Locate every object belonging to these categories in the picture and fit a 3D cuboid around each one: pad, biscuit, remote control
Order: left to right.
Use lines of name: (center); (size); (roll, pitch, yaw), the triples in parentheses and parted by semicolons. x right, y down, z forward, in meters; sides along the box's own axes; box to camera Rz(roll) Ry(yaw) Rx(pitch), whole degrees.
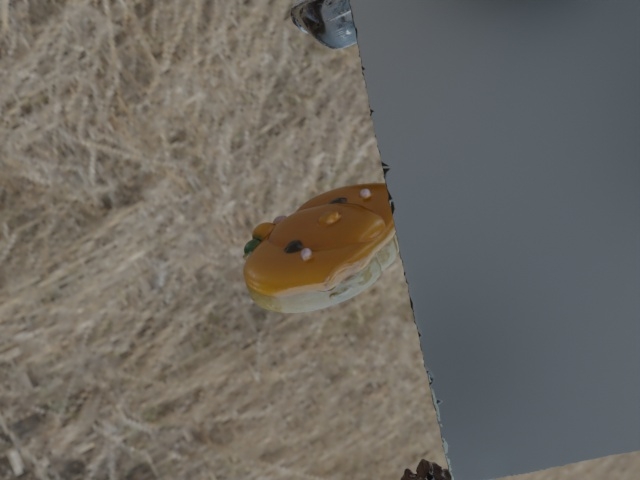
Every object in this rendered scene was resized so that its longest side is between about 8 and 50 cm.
biscuit: (-0.001, -0.003, 1.040); (0.170, 0.170, 0.050); (-29, 116, -10)
remote control: (0.015, -0.265, 1.388); (0.090, 0.066, 0.266); (-13, -168, -3)
pad: (0.111, -0.026, 0.502); (0.164, 0.242, 0.004); (-12, -177, 5)

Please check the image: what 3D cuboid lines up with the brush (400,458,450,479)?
brush: (0.133, 0.176, 0.609); (0.248, 0.036, 0.043); (30, 121, -23)
